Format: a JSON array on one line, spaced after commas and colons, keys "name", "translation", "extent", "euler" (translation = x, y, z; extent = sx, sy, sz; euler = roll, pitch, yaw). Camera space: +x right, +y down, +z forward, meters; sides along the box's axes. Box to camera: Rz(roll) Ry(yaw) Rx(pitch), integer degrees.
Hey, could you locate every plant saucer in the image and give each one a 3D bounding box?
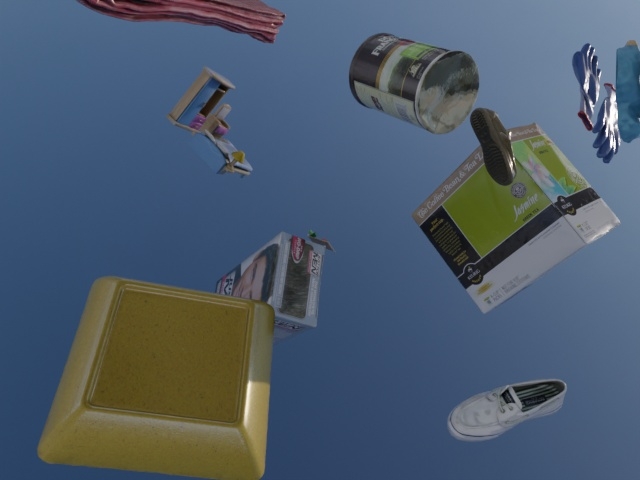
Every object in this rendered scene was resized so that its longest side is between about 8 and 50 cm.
[{"name": "plant saucer", "translation": [-0.236, 0.195, 0.927], "extent": [0.333, 0.081, 0.332], "euler": [10, -133, -11]}]

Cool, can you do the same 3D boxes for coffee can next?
[{"name": "coffee can", "translation": [0.233, -0.404, 1.464], "extent": [0.202, 0.201, 0.275], "euler": [-34, -139, -17]}]

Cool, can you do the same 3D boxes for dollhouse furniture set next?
[{"name": "dollhouse furniture set", "translation": [-0.271, -0.344, 1.802], "extent": [0.198, 0.286, 0.303], "euler": [-47, -107, 13]}]

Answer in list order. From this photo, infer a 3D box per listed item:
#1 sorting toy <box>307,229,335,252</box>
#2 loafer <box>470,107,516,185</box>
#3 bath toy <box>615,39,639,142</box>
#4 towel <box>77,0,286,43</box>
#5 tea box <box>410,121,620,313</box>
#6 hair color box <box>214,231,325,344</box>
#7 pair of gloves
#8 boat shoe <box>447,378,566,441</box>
[{"name": "sorting toy", "translation": [0.000, 0.000, 1.297], "extent": [0.062, 0.083, 0.012], "euler": [22, -104, 23]}, {"name": "loafer", "translation": [0.317, -0.171, 1.021], "extent": [0.050, 0.148, 0.056], "euler": [-20, -179, -25]}, {"name": "bath toy", "translation": [0.567, -0.214, 0.729], "extent": [0.348, 0.151, 0.128], "euler": [-4, -107, 47]}, {"name": "towel", "translation": [-0.225, -0.296, 0.606], "extent": [0.329, 0.037, 0.237], "euler": [38, -150, 28]}, {"name": "tea box", "translation": [0.463, -0.056, 1.408], "extent": [0.220, 0.329, 0.323], "euler": [-20, -110, -42]}, {"name": "hair color box", "translation": [-0.137, 0.138, 1.303], "extent": [0.374, 0.114, 0.185], "euler": [-33, -136, 52]}, {"name": "pair of gloves", "translation": [0.471, -0.235, 0.981], "extent": [0.023, 0.198, 0.159], "euler": [-9, -123, 44]}, {"name": "boat shoe", "translation": [0.335, 0.292, 1.035], "extent": [0.226, 0.075, 0.083], "euler": [-15, -132, -14]}]
